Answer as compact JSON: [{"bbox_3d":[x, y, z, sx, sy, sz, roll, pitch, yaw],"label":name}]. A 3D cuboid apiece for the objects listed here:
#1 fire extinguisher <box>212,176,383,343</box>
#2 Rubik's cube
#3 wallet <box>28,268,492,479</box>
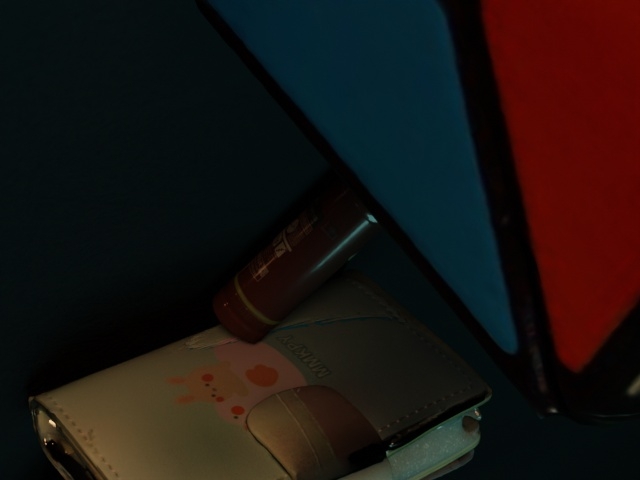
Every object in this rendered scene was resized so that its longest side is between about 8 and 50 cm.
[{"bbox_3d":[0.000,0.000,0.866,0.158,0.043,0.064,-42,-173,22],"label":"fire extinguisher"},{"bbox_3d":[0.128,-0.128,0.460,0.250,0.248,0.246,-31,161,-33],"label":"Rubik's cube"},{"bbox_3d":[-0.034,0.112,0.882,0.250,0.176,0.075,-20,133,-31],"label":"wallet"}]
